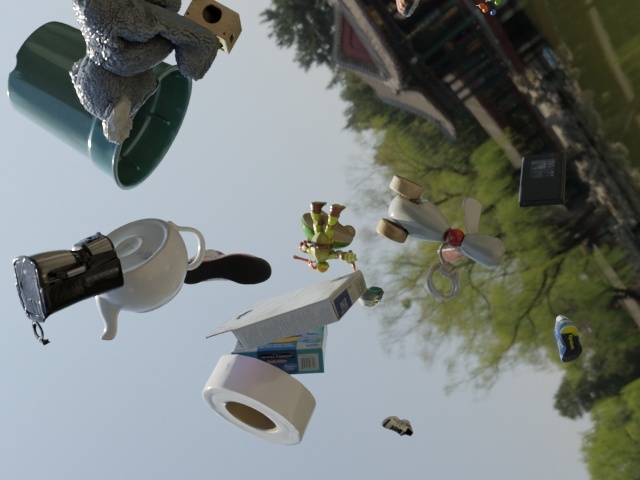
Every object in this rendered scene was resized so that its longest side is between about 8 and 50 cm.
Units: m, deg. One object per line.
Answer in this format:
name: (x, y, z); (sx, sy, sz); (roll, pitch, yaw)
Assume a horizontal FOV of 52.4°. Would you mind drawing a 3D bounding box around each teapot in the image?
teapot: (-0.414, 0.079, 1.549); (0.253, 0.255, 0.187); (-98, -10, -52)

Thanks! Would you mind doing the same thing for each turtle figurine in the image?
turtle figurine: (0.000, 0.000, 1.861); (0.087, 0.218, 0.269); (-4, -168, -39)

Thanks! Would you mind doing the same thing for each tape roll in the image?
tape roll: (-0.158, 0.411, 1.668); (0.286, 0.286, 0.100); (44, -126, -24)

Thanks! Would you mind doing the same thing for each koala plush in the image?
koala plush: (-0.311, -0.279, 1.010); (0.203, 0.221, 0.196); (-2, -135, -49)

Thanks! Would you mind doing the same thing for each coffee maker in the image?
coffee maker: (-0.496, 0.086, 1.292); (0.120, 0.171, 0.178); (29, -149, 29)

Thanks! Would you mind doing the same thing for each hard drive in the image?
hard drive: (0.495, -0.135, 1.449); (0.022, 0.094, 0.135); (55, -139, -45)

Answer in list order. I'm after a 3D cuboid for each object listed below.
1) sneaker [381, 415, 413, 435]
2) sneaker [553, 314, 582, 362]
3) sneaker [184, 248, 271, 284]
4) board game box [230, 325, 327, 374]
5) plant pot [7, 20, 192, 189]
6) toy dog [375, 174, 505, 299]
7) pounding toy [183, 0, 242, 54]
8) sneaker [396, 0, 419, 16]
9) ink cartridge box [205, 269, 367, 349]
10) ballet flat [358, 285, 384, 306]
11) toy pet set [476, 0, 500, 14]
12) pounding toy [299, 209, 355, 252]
sneaker: (0.175, 0.418, 1.454); (0.083, 0.032, 0.037); (16, -153, -30)
sneaker: (0.609, 0.243, 1.606); (0.059, 0.053, 0.144); (-107, -1, -53)
sneaker: (-0.263, 0.069, 1.877); (0.145, 0.269, 0.090); (-62, -32, -75)
board game box: (-0.111, 0.302, 1.928); (0.336, 0.253, 0.079); (-79, -14, -80)
plant pot: (-0.550, -0.351, 1.605); (0.334, 0.341, 0.341); (28, -159, 2)
toy dog: (0.297, -0.029, 1.621); (0.334, 0.220, 0.161); (49, -156, 17)
pounding toy: (-0.326, -0.602, 1.733); (0.206, 0.094, 0.181); (28, 177, -2)
sneaker: (0.171, -0.716, 1.659); (0.180, 0.124, 0.321); (10, -118, -14)
ink cartridge box: (-0.071, 0.178, 1.613); (0.072, 0.330, 0.324); (69, -162, -3)
ballet flat: (0.160, 0.187, 2.127); (0.072, 0.068, 0.213); (17, -178, 21)
toy pet set: (0.466, -0.725, 1.873); (0.114, 0.122, 0.065); (23, -176, -14)
pounding toy: (0.009, -0.006, 2.138); (0.182, 0.110, 0.237); (29, -160, 6)
